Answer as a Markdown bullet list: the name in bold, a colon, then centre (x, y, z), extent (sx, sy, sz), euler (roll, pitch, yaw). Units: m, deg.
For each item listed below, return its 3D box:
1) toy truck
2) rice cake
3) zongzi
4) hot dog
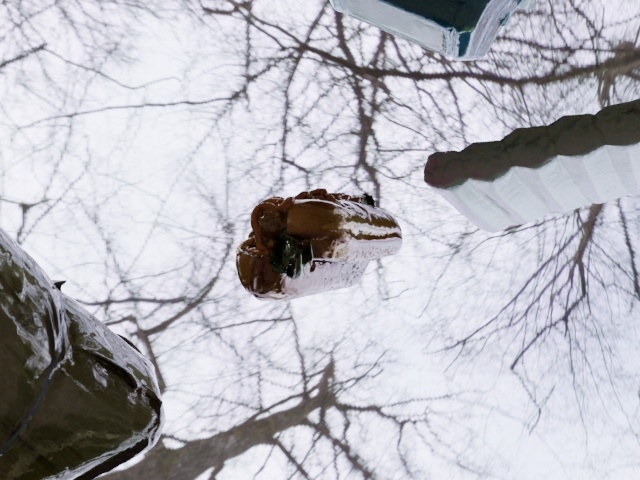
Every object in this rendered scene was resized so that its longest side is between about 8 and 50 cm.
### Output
- **toy truck**: centre (0.100, -0.228, 0.724), extent (0.155, 0.279, 0.156), euler (25, -74, 9)
- **rice cake**: centre (0.188, -0.052, 0.760), extent (0.189, 0.198, 0.037), euler (-14, -103, 12)
- **zongzi**: centre (-0.376, 0.128, 0.828), extent (0.356, 0.393, 0.174), euler (-35, -139, -2)
- **hot dog**: centre (0.000, 0.000, 0.579), extent (0.072, 0.188, 0.055), euler (-35, -101, 15)
